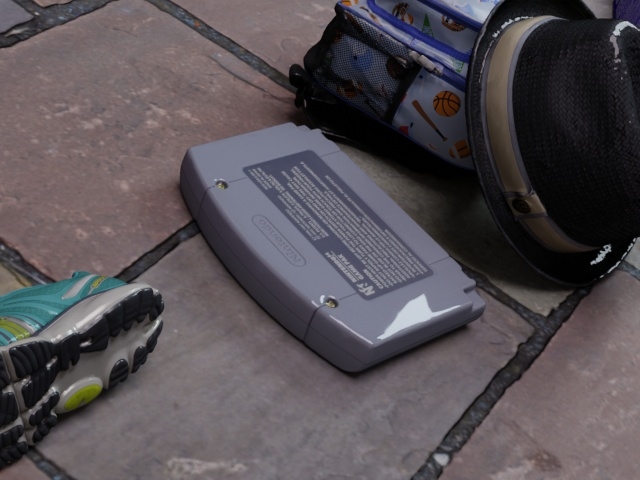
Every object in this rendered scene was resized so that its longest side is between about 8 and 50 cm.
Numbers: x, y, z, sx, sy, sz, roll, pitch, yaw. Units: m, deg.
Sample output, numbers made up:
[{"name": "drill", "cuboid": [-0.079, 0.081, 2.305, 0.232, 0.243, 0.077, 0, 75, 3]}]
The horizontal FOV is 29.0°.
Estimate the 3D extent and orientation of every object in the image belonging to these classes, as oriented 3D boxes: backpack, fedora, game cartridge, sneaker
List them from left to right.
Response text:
[{"name": "sneaker", "cuboid": [-0.247, 0.098, 0.983, 0.110, 0.107, 0.275, 21, 29, 30]}, {"name": "game cartridge", "cuboid": [0.000, 0.000, 1.229, 0.198, 0.062, 0.297, -21, 55, -36]}, {"name": "backpack", "cuboid": [0.146, -0.206, 1.430, 0.263, 0.213, 0.276, 39, 37, 3]}, {"name": "fedora", "cuboid": [0.299, -0.117, 1.293, 0.152, 0.334, 0.334, -3, 15, 46]}]

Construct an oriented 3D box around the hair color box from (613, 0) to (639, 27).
[{"name": "hair color box", "cuboid": [0.523, -0.290, 1.760, 0.185, 0.110, 0.339, 21, 36, -1]}]
